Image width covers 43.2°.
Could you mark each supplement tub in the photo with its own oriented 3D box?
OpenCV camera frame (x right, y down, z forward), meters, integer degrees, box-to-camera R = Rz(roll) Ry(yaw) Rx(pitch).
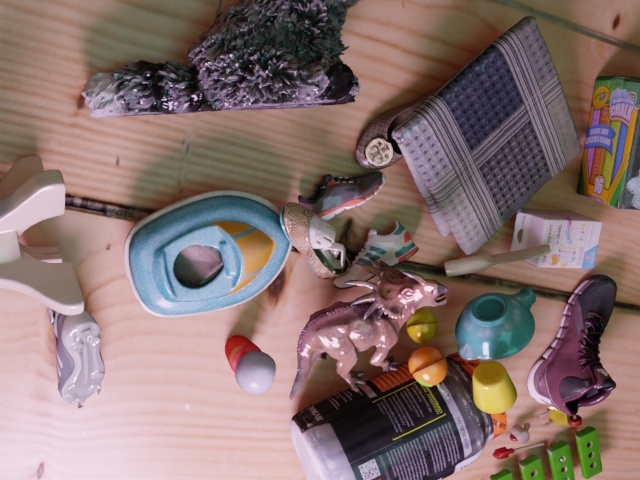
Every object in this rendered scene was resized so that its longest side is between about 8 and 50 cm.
[{"bbox_3d":[0.135,0.330,1.393,0.338,0.207,0.207,-22,110,-14],"label":"supplement tub"}]

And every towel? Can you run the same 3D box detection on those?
[{"bbox_3d":[0.292,-0.169,1.381,0.312,0.056,0.324,-42,129,-8],"label":"towel"}]

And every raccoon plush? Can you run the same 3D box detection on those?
[{"bbox_3d":[-0.115,-0.336,1.136,0.446,0.216,0.299,-6,98,-19],"label":"raccoon plush"}]

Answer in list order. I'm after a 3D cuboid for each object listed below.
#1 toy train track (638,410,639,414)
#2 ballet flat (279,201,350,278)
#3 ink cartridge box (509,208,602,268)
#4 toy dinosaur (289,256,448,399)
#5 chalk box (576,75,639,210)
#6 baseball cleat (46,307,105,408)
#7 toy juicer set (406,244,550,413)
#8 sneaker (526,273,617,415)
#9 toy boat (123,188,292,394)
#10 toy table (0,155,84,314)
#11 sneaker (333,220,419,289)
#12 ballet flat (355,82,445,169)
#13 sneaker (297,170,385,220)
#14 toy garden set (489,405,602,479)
[{"bbox_3d":[0.696,0.349,1.720,0.048,0.014,0.083,5,96,-15],"label":"toy train track"},{"bbox_3d":[0.000,0.000,1.285,0.206,0.067,0.073,53,44,-58],"label":"ballet flat"},{"bbox_3d":[0.422,-0.003,1.479,0.143,0.090,0.092,1,104,-22],"label":"ink cartridge box"},{"bbox_3d":[0.053,0.133,1.309,0.296,0.127,0.200,-27,142,-3],"label":"toy dinosaur"},{"bbox_3d":[0.593,-0.202,1.431,0.180,0.179,0.289,5,102,-9],"label":"chalk box"},{"bbox_3d":[-0.372,0.161,1.228,0.072,0.109,0.206,-14,142,-34],"label":"baseball cleat"},{"bbox_3d":[0.261,0.138,1.383,0.329,0.209,0.089,-62,143,-36],"label":"toy juicer set"},{"bbox_3d":[0.520,0.211,1.533,0.106,0.162,0.281,24,95,-25],"label":"sneaker"},{"bbox_3d":[-0.144,0.081,1.253,0.267,0.148,0.318,-21,110,-15],"label":"toy boat"},{"bbox_3d":[-0.428,0.000,1.084,0.161,0.274,0.252,-13,74,-25],"label":"toy table"},{"bbox_3d":[0.084,0.024,1.386,0.161,0.057,0.075,-27,88,-6],"label":"sneaker"},{"bbox_3d":[0.168,-0.197,1.348,0.250,0.058,0.084,-32,114,-11],"label":"ballet flat"},{"bbox_3d":[0.034,-0.084,1.329,0.158,0.061,0.065,-29,106,-12],"label":"sneaker"},{"bbox_3d":[0.440,0.425,1.625,0.244,0.049,0.203,-22,112,-14],"label":"toy garden set"}]
